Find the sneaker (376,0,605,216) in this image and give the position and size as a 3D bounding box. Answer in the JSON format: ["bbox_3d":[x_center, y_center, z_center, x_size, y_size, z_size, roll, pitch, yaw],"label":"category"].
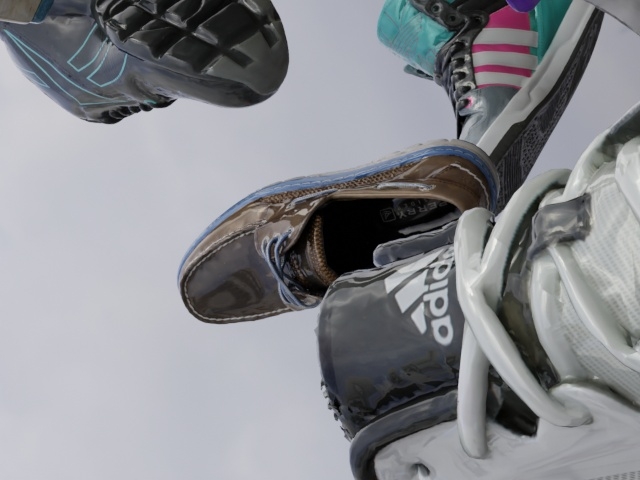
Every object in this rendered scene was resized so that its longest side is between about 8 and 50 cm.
[{"bbox_3d":[0.123,-0.147,1.621,0.295,0.178,0.124,-56,-18,-37],"label":"sneaker"}]

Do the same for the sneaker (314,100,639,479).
[{"bbox_3d":[0.103,0.012,0.510,0.447,0.257,0.169,64,-153,-52],"label":"sneaker"}]

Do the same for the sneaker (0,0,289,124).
[{"bbox_3d":[-0.116,-0.126,1.153,0.267,0.101,0.106,25,139,38],"label":"sneaker"}]

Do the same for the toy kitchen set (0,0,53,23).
[{"bbox_3d":[-0.117,-0.199,0.856,0.166,0.122,0.207,4,-145,-43],"label":"toy kitchen set"}]

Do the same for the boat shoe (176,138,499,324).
[{"bbox_3d":[0.000,0.000,0.929,0.066,0.183,0.066,61,-159,-11],"label":"boat shoe"}]

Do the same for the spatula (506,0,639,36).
[{"bbox_3d":[0.167,-0.103,0.927,0.296,0.084,0.030,41,156,-20],"label":"spatula"}]
